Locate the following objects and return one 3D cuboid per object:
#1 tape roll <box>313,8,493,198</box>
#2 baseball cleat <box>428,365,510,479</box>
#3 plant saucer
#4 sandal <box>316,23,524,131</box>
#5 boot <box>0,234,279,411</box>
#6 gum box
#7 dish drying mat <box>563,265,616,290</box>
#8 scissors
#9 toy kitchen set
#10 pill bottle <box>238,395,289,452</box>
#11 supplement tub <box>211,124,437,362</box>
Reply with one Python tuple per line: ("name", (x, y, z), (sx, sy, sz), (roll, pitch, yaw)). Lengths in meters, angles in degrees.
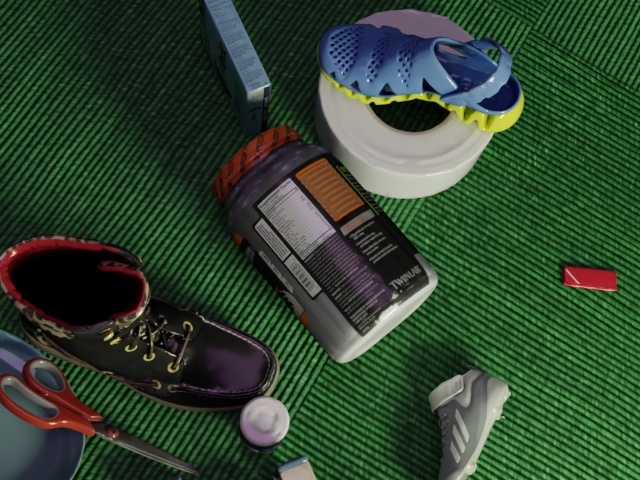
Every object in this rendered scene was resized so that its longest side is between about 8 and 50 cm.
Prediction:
("tape roll", (0.133, -0.213, 1.553), (0.286, 0.100, 0.286), (1, 71, -4))
("baseball cleat", (0.188, 0.276, 1.422), (0.109, 0.072, 0.206), (25, 66, 18))
("plant saucer", (-0.463, 0.235, 1.295), (0.317, 0.044, 0.318), (24, 34, -18))
("sandal", (0.152, -0.258, 1.446), (0.317, 0.138, 0.126), (11, 73, 0))
("boot", (-0.235, 0.113, 1.310), (0.377, 0.284, 0.138), (20, 71, 2))
("gum box", (-0.132, -0.271, 1.516), (0.041, 0.157, 0.184), (-22, 76, -11))
("dish drying mat", (0.415, 0.058, 1.538), (0.083, 0.008, 0.032), (6, 70, -3))
("scissors", (-0.305, 0.262, 1.356), (0.297, 0.021, 0.109), (37, 29, -1))
("toy kitchen set", (-0.117, 0.336, 1.310), (0.207, 0.166, 0.122), (-23, 76, -13))
("pill bottle", (-0.079, 0.254, 1.365), (0.067, 0.120, 0.067), (2, 72, -5))
("supplement tub", (0.000, 0.000, 1.420), (0.193, 0.193, 0.316), (-37, 78, -15))
